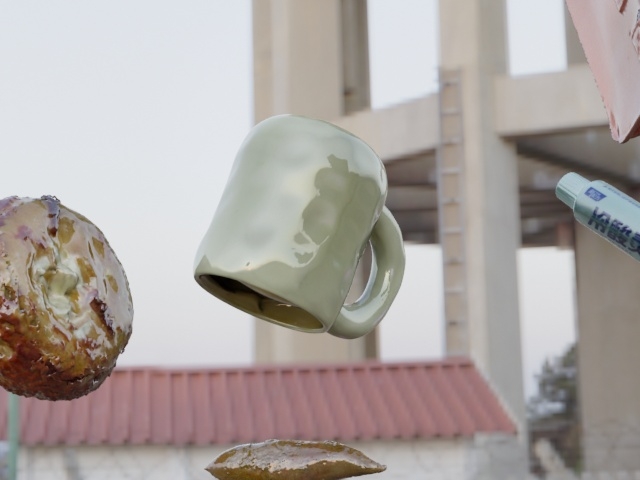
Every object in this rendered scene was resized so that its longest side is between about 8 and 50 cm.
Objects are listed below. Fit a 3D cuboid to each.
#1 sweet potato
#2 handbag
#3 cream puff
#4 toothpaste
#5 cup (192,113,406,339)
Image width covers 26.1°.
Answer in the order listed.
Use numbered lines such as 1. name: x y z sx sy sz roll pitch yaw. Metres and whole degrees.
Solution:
1. sweet potato: -0.026 0.241 1.455 0.205 0.068 0.060 -9 10 24
2. handbag: 0.271 -0.207 1.214 0.059 0.213 0.157 -12 -22 -7
3. cream puff: -0.322 0.066 1.559 0.164 0.240 0.240 -27 -23 37
4. toothpaste: 0.340 0.014 1.334 0.048 0.075 0.297 -18 39 -30
5. cup: 0.006 -0.004 1.531 0.255 0.202 0.173 26 -16 -16
